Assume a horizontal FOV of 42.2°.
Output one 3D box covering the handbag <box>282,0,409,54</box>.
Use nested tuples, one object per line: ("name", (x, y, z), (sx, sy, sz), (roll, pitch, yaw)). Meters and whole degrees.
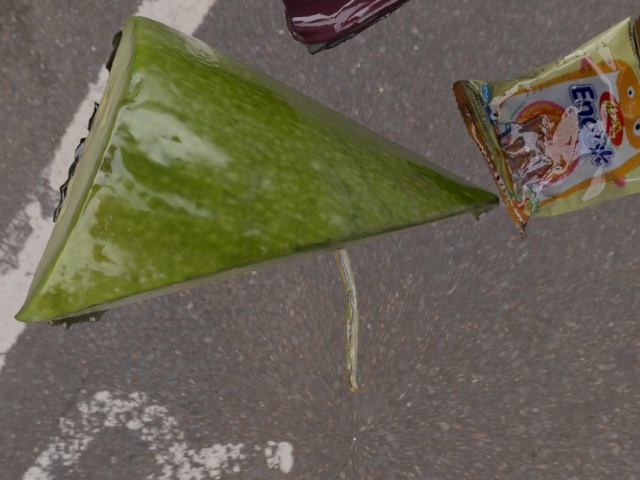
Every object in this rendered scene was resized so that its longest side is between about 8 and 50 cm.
("handbag", (0.048, -0.226, 0.439), (0.203, 0.074, 0.216), (-19, 51, 29))

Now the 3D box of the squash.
("squash", (0.000, 0.000, 0.427), (0.252, 0.093, 0.169), (24, 69, -25))

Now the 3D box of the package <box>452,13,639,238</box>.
("package", (0.154, -0.066, 0.502), (0.121, 0.031, 0.108), (-20, 103, 11))

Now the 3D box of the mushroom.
("mushroom", (0.022, 0.006, 0.795), (0.026, 0.028, 0.286), (11, 64, -24))
